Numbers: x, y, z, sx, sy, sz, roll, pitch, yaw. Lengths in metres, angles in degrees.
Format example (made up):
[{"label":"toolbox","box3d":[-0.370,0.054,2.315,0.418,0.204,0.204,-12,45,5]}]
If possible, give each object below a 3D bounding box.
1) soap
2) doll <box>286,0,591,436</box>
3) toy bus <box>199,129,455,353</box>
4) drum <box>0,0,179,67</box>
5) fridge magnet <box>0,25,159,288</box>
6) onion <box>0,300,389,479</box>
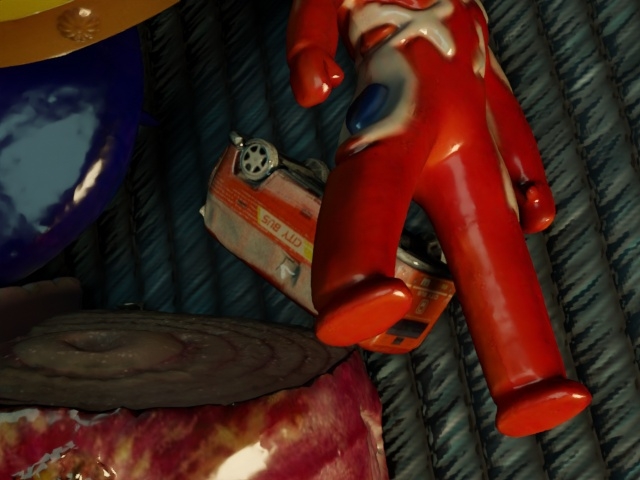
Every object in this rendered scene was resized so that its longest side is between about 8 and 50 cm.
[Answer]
[{"label":"soap","box3d":[-0.263,0.092,0.730,0.203,0.122,0.065,-24,85,21]},{"label":"doll","box3d":[0.054,-0.086,0.600,0.099,0.188,0.384,-36,43,31]},{"label":"toy bus","box3d":[0.000,0.000,0.655,0.174,0.079,0.077,34,100,32]},{"label":"drum","box3d":[-0.204,-0.336,0.729,0.431,0.214,0.431,-11,52,14]},{"label":"fridge magnet","box3d":[-0.236,-0.085,0.784,0.265,0.112,0.265,-9,70,24]},{"label":"onion","box3d":[-0.093,0.160,0.568,0.256,0.272,0.230,5,91,26]}]
